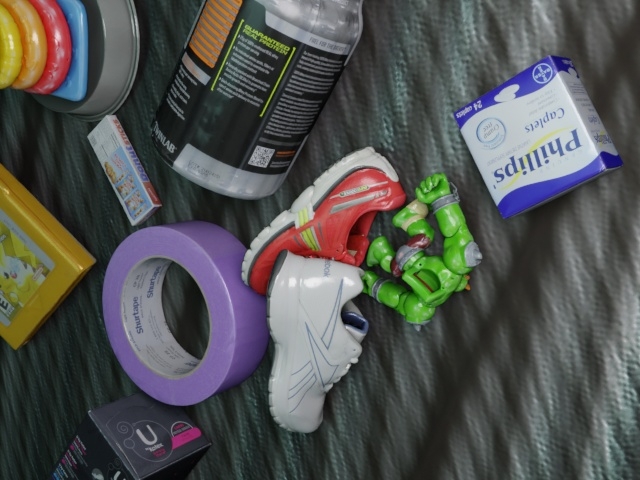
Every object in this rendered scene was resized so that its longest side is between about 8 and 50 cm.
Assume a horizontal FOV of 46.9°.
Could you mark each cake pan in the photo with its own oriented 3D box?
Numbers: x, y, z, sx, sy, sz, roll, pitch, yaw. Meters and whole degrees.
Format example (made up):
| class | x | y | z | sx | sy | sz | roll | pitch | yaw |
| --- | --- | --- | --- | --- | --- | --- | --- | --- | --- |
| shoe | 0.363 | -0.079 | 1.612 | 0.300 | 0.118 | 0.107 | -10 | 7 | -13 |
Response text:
| class | x | y | z | sx | sy | sz | roll | pitch | yaw |
| --- | --- | --- | --- | --- | --- | --- | --- | --- | --- |
| cake pan | -0.415 | -0.338 | 1.205 | 0.293 | 0.054 | 0.293 | 11 | 110 | 32 |

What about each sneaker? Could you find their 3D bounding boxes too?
| class | x | y | z | sx | sy | sz | roll | pitch | yaw |
| --- | --- | --- | --- | --- | --- | --- | --- | --- | --- |
| sneaker | -0.004 | 0.149 | 0.977 | 0.130 | 0.111 | 0.297 | 4 | 126 | 4 |
| sneaker | 0.000 | 0.000 | 0.976 | 0.118 | 0.107 | 0.279 | 51 | 121 | 9 |

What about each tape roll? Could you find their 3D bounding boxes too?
| class | x | y | z | sx | sy | sz | roll | pitch | yaw |
| --- | --- | --- | --- | --- | --- | --- | --- | --- | --- |
| tape roll | -0.210 | 0.109 | 1.139 | 0.275 | 0.090 | 0.274 | 6 | 101 | 33 |

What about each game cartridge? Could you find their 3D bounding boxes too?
| class | x | y | z | sx | sy | sz | roll | pitch | yaw |
| --- | --- | --- | --- | --- | --- | --- | --- | --- | --- |
| game cartridge | -0.598 | 0.011 | 1.343 | 0.324 | 0.052 | 0.285 | 45 | 121 | -4 |

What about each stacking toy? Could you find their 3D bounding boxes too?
| class | x | y | z | sx | sy | sz | roll | pitch | yaw |
| --- | --- | --- | --- | --- | --- | --- | --- | --- | --- |
| stacking toy | -0.496 | -0.281 | 1.054 | 0.175 | 0.302 | 0.165 | 19 | 114 | 30 |

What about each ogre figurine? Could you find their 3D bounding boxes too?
| class | x | y | z | sx | sy | sz | roll | pitch | yaw |
| --- | --- | --- | --- | --- | --- | --- | --- | --- | --- |
| ogre figurine | 0.122 | 0.027 | 0.904 | 0.197 | 0.097 | 0.118 | -46 | 61 | 18 |

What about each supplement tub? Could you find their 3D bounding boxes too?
| class | x | y | z | sx | sy | sz | roll | pitch | yaw |
| --- | --- | --- | --- | --- | --- | --- | --- | --- | --- |
| supplement tub | -0.073 | -0.226 | 0.932 | 0.193 | 0.194 | 0.316 | 42 | 118 | 21 |

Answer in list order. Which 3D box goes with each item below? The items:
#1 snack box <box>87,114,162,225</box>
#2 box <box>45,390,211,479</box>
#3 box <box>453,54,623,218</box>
| class | x | y | z | sx | sy | sz | roll | pitch | yaw |
| --- | --- | --- | --- | --- | --- | --- | --- | --- | --- |
| snack box | -0.324 | -0.116 | 1.217 | 0.064 | 0.022 | 0.178 | -36 | 78 | 31 |
| box | -0.333 | 0.389 | 1.217 | 0.143 | 0.165 | 0.270 | 46 | 120 | 19 |
| box | 0.239 | -0.112 | 0.816 | 0.126 | 0.072 | 0.137 | -29 | 82 | 34 |
